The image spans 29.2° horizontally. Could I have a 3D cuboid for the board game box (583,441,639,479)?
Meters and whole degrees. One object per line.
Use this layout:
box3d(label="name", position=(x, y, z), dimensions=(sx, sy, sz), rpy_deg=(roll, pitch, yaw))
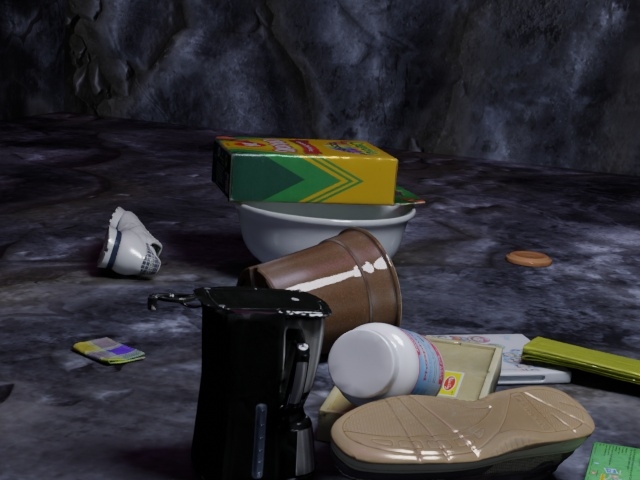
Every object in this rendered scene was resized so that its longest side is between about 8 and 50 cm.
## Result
box3d(label="board game box", position=(0.309, 0.252, 1.144), dimensions=(0.136, 0.030, 0.260), rpy_deg=(5, 12, 17))

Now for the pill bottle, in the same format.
box3d(label="pill bottle", position=(0.064, 0.128, 1.223), dimensions=(0.087, 0.087, 0.160), rpy_deg=(8, -6, 21))

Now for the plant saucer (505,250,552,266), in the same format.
box3d(label="plant saucer", position=(0.379, 0.032, 2.230), dimensions=(0.083, 0.013, 0.083), rpy_deg=(3, 13, -1))

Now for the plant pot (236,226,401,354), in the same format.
box3d(label="plant pot", position=(-0.010, 0.078, 1.574), dimensions=(0.165, 0.167, 0.167), rpy_deg=(-12, 18, -30))

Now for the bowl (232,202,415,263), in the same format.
box3d(label="bowl", position=(0.000, 0.000, 1.976), dimensions=(0.298, 0.134, 0.298), rpy_deg=(4, 12, -1))

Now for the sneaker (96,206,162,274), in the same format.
box3d(label="sneaker", position=(-0.308, 0.009, 2.001), dimensions=(0.095, 0.090, 0.235), rpy_deg=(15, 14, -10))

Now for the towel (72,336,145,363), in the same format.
box3d(label="towel", position=(-0.266, 0.138, 1.540), dimensions=(0.060, 0.009, 0.083), rpy_deg=(-6, 16, -43))

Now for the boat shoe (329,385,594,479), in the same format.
box3d(label="boat shoe", position=(0.133, 0.203, 1.168), dimensions=(0.285, 0.092, 0.103), rpy_deg=(-3, 32, -31))

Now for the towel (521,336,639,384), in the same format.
box3d(label="towel", position=(0.379, 0.163, 1.555), dimensions=(0.237, 0.021, 0.102), rpy_deg=(13, 7, 21))

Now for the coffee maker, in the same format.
box3d(label="coffee maker", position=(-0.081, 0.139, 1.190), dimensions=(0.171, 0.178, 0.120), rpy_deg=(7, 10, 5))

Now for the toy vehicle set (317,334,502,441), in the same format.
box3d(label="toy vehicle set", position=(0.110, 0.170, 1.400), dimensions=(0.166, 0.035, 0.267), rpy_deg=(7, 17, 14))

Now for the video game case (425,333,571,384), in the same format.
box3d(label="video game case", position=(0.228, 0.153, 1.597), dimensions=(0.143, 0.019, 0.157), rpy_deg=(0, 14, -15))

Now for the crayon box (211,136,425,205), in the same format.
box3d(label="crayon box", position=(-0.005, -0.114, 1.998), dimensions=(0.318, 0.081, 0.202), rpy_deg=(1, 12, -14))
